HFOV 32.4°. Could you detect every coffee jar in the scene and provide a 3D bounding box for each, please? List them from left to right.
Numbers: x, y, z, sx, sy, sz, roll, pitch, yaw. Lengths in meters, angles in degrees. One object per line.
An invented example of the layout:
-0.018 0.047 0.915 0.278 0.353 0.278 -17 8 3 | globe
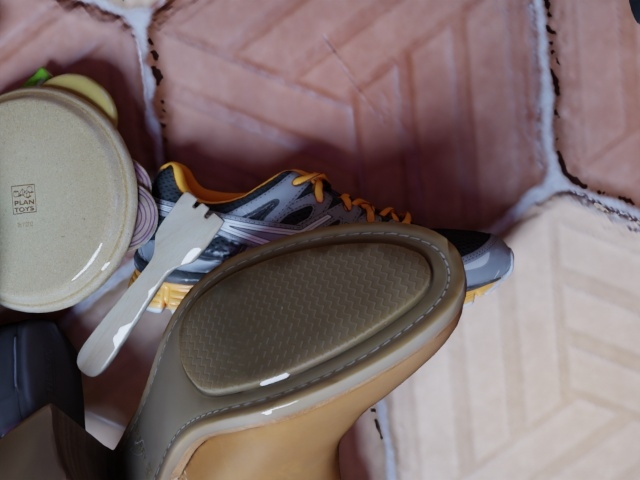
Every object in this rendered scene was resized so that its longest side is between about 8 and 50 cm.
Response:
-0.220 0.113 0.614 0.184 0.096 0.079 -19 137 3 | coffee jar

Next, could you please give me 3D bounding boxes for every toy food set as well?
-0.151 -0.025 0.607 0.192 0.038 0.132 40 101 12 | toy food set

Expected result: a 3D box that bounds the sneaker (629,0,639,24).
0.261 -0.234 0.574 0.124 0.107 0.283 11 103 -17 | sneaker

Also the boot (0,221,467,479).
-0.014 0.129 0.577 0.283 0.109 0.220 -36 129 5 | boot

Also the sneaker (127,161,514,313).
0.000 0.000 0.607 0.214 0.084 0.083 1 95 0 | sneaker
